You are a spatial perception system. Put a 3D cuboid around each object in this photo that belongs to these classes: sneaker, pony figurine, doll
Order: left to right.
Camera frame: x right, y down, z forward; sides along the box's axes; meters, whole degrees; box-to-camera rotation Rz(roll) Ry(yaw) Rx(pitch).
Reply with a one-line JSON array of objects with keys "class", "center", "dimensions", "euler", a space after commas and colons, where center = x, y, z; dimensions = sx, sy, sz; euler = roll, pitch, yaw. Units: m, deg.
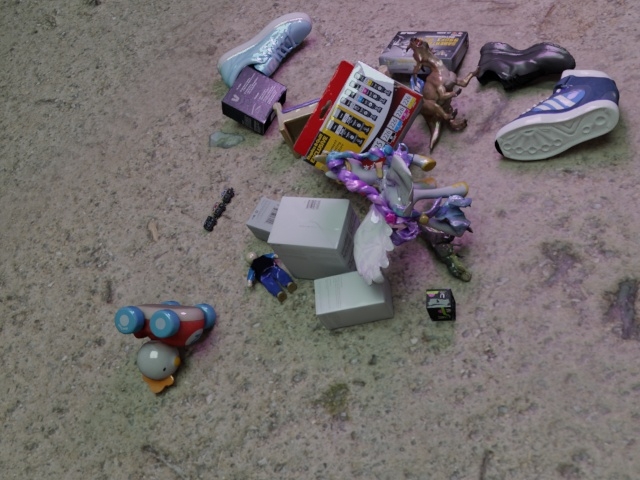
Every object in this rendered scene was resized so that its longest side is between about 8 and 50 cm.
[{"class": "doll", "center": [-0.153, 0.092, 1.839], "dimensions": [0.129, 0.046, 0.189], "euler": [-42, 56, -8]}, {"class": "sneaker", "center": [-0.171, -0.624, 2.233], "dimensions": [0.366, 0.135, 0.150], "euler": [-31, 62, 12]}, {"class": "pony figurine", "center": [0.186, -0.098, 1.585], "dimensions": [0.364, 0.302, 0.350], "euler": [5, 40, -26]}, {"class": "sneaker", "center": [0.305, -0.452, 1.985], "dimensions": [0.059, 0.053, 0.144], "euler": [-10, 65, 13]}, {"class": "sneaker", "center": [0.581, -0.489, 1.879], "dimensions": [0.286, 0.109, 0.130], "euler": [12, 73, 39]}, {"class": "sneaker", "center": [0.633, -0.352, 1.774], "dimensions": [0.323, 0.130, 0.236], "euler": [-15, 37, 27]}]

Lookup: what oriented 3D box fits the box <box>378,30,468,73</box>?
[{"class": "box", "center": [0.318, -0.579, 2.018], "dimensions": [0.231, 0.056, 0.183], "euler": [9, 44, 26]}]

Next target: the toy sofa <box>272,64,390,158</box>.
[{"class": "toy sofa", "center": [0.048, -0.407, 1.996], "dimensions": [0.363, 0.150, 0.177], "euler": [-17, 57, 11]}]

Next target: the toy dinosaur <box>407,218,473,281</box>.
[{"class": "toy dinosaur", "center": [0.324, -0.014, 1.713], "dimensions": [0.118, 0.064, 0.268], "euler": [-40, 51, 3]}]

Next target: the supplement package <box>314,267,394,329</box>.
[{"class": "supplement package", "center": [0.086, 0.149, 1.677], "dimensions": [0.180, 0.105, 0.105], "euler": [-12, 56, 15]}]

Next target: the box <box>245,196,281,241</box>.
[{"class": "box", "center": [-0.139, -0.054, 1.895], "dimensions": [0.102, 0.087, 0.101], "euler": [18, 68, 30]}]

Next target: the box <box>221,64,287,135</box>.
[{"class": "box", "center": [-0.214, -0.453, 2.124], "dimensions": [0.158, 0.093, 0.155], "euler": [29, 72, 3]}]

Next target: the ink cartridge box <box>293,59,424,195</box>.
[{"class": "ink cartridge box", "center": [0.092, -0.320, 1.821], "dimensions": [0.272, 0.130, 0.309], "euler": [30, 98, 8]}]

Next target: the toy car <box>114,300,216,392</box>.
[{"class": "toy car", "center": [-0.414, 0.291, 1.762], "dimensions": [0.211, 0.219, 0.237], "euler": [2, 91, 21]}]

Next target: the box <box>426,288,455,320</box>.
[{"class": "box", "center": [0.295, 0.158, 1.604], "dimensions": [0.062, 0.083, 0.052], "euler": [-5, 59, 19]}]

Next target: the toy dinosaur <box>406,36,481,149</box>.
[{"class": "toy dinosaur", "center": [0.325, -0.422, 1.879], "dimensions": [0.200, 0.295, 0.127], "euler": [23, 28, 31]}]

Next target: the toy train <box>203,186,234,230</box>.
[{"class": "toy train", "center": [-0.315, -0.099, 2.028], "dimensions": [0.036, 0.027, 0.158], "euler": [14, 67, 39]}]

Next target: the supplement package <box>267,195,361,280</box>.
[{"class": "supplement package", "center": [0.000, 0.000, 1.739], "dimensions": [0.194, 0.203, 0.149], "euler": [5, 62, 23]}]
